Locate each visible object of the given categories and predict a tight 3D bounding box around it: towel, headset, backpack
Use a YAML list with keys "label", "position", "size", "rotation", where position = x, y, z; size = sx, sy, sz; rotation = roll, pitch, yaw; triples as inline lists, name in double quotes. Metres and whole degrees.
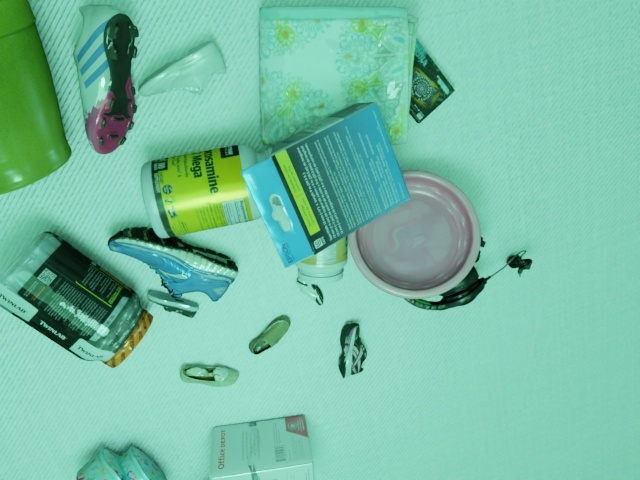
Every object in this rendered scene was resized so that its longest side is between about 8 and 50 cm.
- label: "towel"
  position: [0.040, -0.390, 1.285]
  size: [0.374, 0.090, 0.321]
  rotation: [0, 108, -3]
- label: "headset"
  position: [0.388, 0.065, 1.499]
  size: [0.393, 0.185, 0.244]
  rotation: [-1, 96, 2]
- label: "backpack"
  position: [-0.551, 0.696, 1.495]
  size: [0.253, 0.225, 0.191]
  rotation: [46, 74, -15]

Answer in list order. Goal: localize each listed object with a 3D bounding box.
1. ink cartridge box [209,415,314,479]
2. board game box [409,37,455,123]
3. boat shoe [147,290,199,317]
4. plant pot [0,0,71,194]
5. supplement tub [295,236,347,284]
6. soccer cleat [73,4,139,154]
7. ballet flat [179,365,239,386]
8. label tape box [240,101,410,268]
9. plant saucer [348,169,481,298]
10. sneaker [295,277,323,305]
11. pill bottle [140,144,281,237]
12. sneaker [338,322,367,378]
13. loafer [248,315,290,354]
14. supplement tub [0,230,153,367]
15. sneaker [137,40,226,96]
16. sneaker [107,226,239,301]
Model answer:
- label: "ink cartridge box"
  position: [-0.169, 0.631, 1.543]
  size: [0.282, 0.207, 0.117]
  rotation: [-6, 111, -7]
- label: "board game box"
  position: [0.242, -0.411, 1.361]
  size: [0.126, 0.026, 0.186]
  rotation: [-42, 110, 5]
- label: "boat shoe"
  position: [-0.400, 0.175, 1.436]
  size: [0.142, 0.049, 0.040]
  rotation: [20, 104, -18]
- label: "plant pot"
  position: [-0.704, -0.290, 1.093]
  size: [0.366, 0.366, 0.353]
  rotation: [-18, 121, -3]
- label: "supplement tub"
  position: [0.000, 0.000, 1.395]
  size: [0.144, 0.144, 0.200]
  rotation: [-3, 109, -9]
- label: "soccer cleat"
  position: [-0.499, -0.367, 1.219]
  size: [0.143, 0.116, 0.331]
  rotation: [28, 118, 19]
- label: "ballet flat"
  position: [-0.314, 0.382, 1.510]
  size: [0.168, 0.057, 0.052]
  rotation: [2, 144, -10]
- label: "label tape box"
  position: [0.007, -0.131, 1.219]
  size: [0.347, 0.115, 0.249]
  rotation: [-29, 112, -14]
- label: "plant saucer"
  position: [0.236, -0.013, 1.368]
  size: [0.331, 0.084, 0.332]
  rotation: [-1, 77, 3]
- label: "sneaker"
  position: [-0.029, 0.140, 1.498]
  size: [0.043, 0.040, 0.109]
  rotation: [-27, 108, 18]
- label: "pill bottle"
  position: [-0.244, -0.127, 1.288]
  size: [0.333, 0.188, 0.188]
  rotation: [-12, 110, -6]
- label: "sneaker"
  position: [0.101, 0.317, 1.568]
  size: [0.077, 0.072, 0.178]
  rotation: [-3, 117, -21]
- label: "loafer"
  position: [-0.141, 0.276, 1.512]
  size: [0.148, 0.050, 0.056]
  rotation: [-44, 110, 6]
- label: "supplement tub"
  position: [-0.598, 0.153, 1.311]
  size: [0.338, 0.207, 0.207]
  rotation: [42, 97, -18]
- label: "sneaker"
  position: [-0.322, -0.378, 1.255]
  size: [0.212, 0.080, 0.094]
  rotation: [-29, 123, 0]
- label: "sneaker"
  position: [-0.384, 0.073, 1.363]
  size: [0.329, 0.130, 0.147]
  rotation: [23, 101, -16]
